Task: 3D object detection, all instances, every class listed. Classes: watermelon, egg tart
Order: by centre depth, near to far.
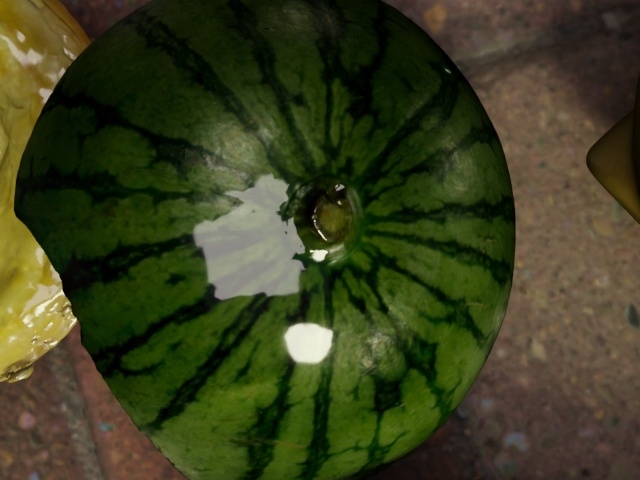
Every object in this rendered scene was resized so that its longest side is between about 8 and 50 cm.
[{"bbox_3d":[0.000,0.000,0.871,0.330,0.189,0.331,-4,100,-22],"label":"watermelon"},{"bbox_3d":[-0.269,-0.045,0.964,0.314,0.120,0.315,0,89,5],"label":"egg tart"}]

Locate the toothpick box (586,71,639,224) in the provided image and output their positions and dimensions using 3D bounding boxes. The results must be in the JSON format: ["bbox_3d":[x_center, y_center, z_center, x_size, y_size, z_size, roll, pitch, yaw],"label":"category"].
[{"bbox_3d":[0.384,-0.073,0.784,0.409,0.409,0.425,42,120,2],"label":"toothpick box"}]
